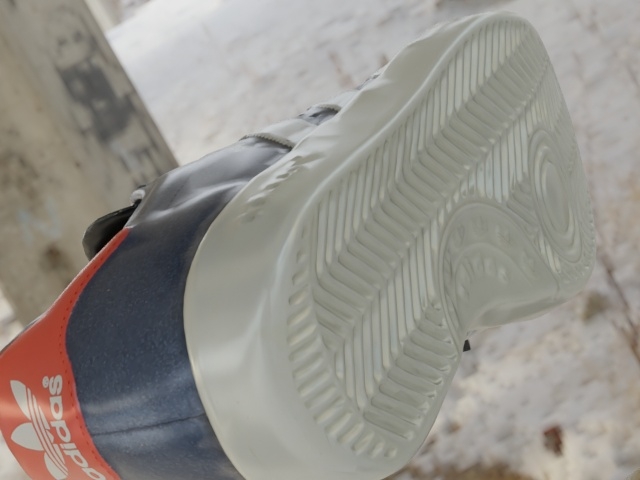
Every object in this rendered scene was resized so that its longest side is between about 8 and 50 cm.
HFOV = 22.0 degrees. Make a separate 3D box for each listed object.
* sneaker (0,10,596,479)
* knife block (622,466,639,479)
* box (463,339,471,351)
[{"bbox_3d":[0.000,0.000,0.641,0.148,0.131,0.350,-15,7,28],"label":"sneaker"},{"bbox_3d":[0.258,0.268,1.061,0.088,0.242,0.276,-31,33,-31],"label":"knife block"},{"bbox_3d":[0.061,0.012,0.901,0.018,0.067,0.083,-15,43,8],"label":"box"}]
